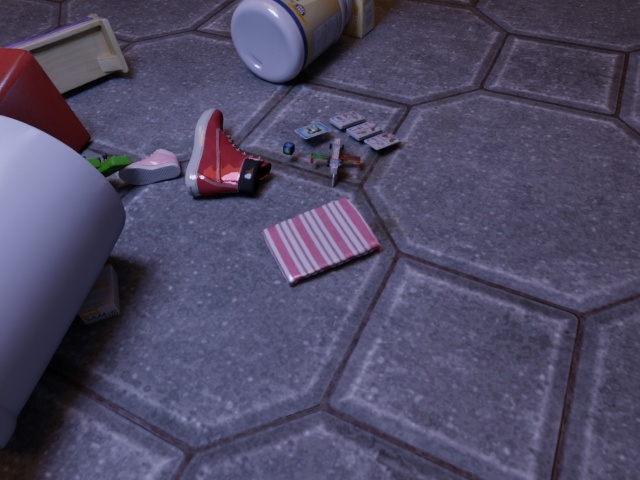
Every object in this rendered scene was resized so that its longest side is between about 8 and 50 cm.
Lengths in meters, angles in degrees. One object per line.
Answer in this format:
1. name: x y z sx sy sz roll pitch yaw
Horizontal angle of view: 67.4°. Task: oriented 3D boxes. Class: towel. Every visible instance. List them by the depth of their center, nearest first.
1. towel: 0.000 0.000 0.933 0.196 0.029 0.144 -22 51 -12

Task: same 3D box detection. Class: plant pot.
1. plant pot: -0.729 -0.237 1.050 0.267 0.267 0.236 7 61 10

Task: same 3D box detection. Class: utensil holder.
1. utensil holder: -0.515 0.053 0.703 0.327 0.328 0.386 9 55 12

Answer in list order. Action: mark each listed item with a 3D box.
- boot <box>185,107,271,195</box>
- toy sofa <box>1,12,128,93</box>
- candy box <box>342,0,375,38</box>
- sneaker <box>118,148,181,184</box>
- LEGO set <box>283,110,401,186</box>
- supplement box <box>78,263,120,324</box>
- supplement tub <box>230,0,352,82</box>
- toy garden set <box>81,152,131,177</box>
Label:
1. boot: -0.195 -0.202 1.084 0.176 0.088 0.245 -1 57 2
2. toy sofa: -0.731 -0.475 1.289 0.362 0.150 0.177 -37 46 -26
3. candy box: 0.065 -0.781 1.411 0.182 0.317 0.088 24 55 22
4. sneaker: -0.386 -0.169 1.089 0.134 0.051 0.070 -10 48 -9
5. LEGO set: 0.039 -0.219 1.118 0.244 0.060 0.182 -26 48 -29
6. supplement box: -0.401 0.095 0.868 0.062 0.036 0.099 -17 48 -10
7. supplement tub: -0.070 -0.610 1.331 0.228 0.228 0.316 23 55 22
8. toy garden set: -0.554 -0.141 0.980 0.203 0.049 0.244 -14 3 38
